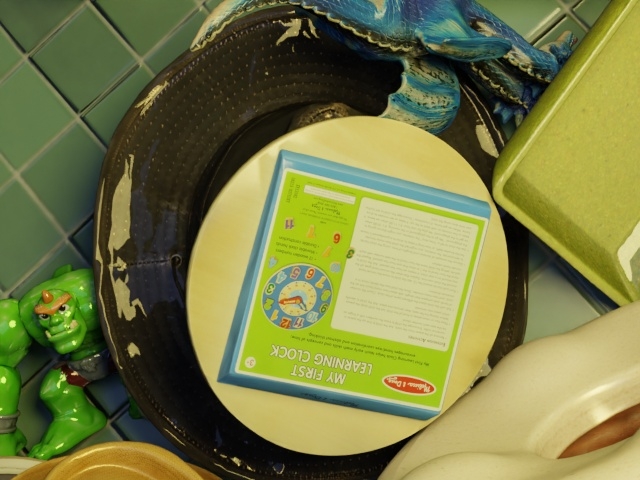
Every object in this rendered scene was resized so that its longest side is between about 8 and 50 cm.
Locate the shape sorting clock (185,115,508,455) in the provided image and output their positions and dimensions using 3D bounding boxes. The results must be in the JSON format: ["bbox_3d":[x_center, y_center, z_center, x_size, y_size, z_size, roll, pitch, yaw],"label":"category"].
[{"bbox_3d":[0.018,0.028,0.957,0.206,0.040,0.206,-3,98,-23],"label":"shape sorting clock"}]

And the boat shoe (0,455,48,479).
[{"bbox_3d":[-0.259,0.207,1.098,0.285,0.103,0.092,3,39,15],"label":"boat shoe"}]

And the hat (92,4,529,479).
[{"bbox_3d":[0.000,0.000,1.038,0.331,0.134,0.331,0,85,-5],"label":"hat"}]

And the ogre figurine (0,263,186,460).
[{"bbox_3d":[-0.165,0.078,1.118,0.197,0.097,0.118,-20,97,23],"label":"ogre figurine"}]

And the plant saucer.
[{"bbox_3d":[0.202,-0.070,1.039,0.188,0.188,0.045,-54,41,1],"label":"plant saucer"}]

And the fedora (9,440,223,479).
[{"bbox_3d":[-0.117,0.181,0.989,0.194,0.079,0.194,7,43,-7],"label":"fedora"}]

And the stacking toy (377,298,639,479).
[{"bbox_3d":[0.270,0.277,0.943,0.350,0.350,0.480,-27,97,7],"label":"stacking toy"}]

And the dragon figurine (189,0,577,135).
[{"bbox_3d":[0.062,-0.122,1.004,0.144,0.289,0.085,53,125,17],"label":"dragon figurine"}]
